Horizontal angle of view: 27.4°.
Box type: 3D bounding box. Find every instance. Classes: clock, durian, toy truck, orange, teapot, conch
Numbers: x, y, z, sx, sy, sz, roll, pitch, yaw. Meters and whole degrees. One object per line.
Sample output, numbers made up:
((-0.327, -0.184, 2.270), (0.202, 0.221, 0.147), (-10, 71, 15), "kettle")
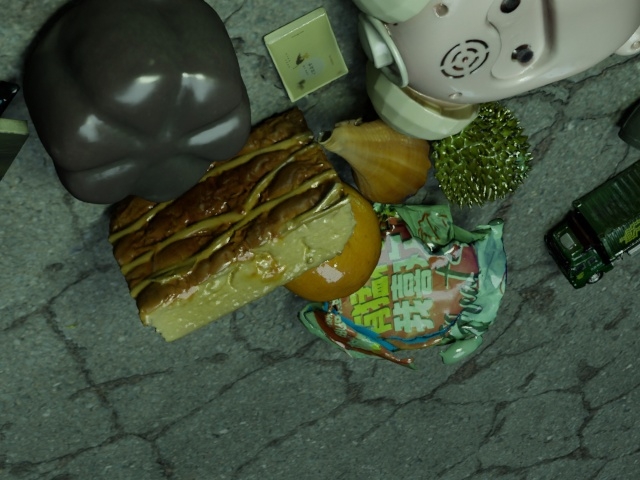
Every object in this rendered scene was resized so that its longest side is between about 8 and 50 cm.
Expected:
((0.188, -0.278, 1.439), (0.325, 0.184, 0.342), (-22, 139, -2), "clock")
((0.217, -0.112, 1.697), (0.137, 0.095, 0.221), (-60, 141, -20), "durian")
((0.468, -0.035, 1.995), (0.259, 0.088, 0.121), (-34, 146, 5), "toy truck")
((0.000, 0.000, 1.669), (0.158, 0.159, 0.136), (-7, 177, -28), "orange")
((0.479, -0.173, 1.853), (0.092, 0.124, 0.091), (22, 112, 0), "teapot")
((0.076, -0.093, 1.595), (0.109, 0.093, 0.330), (-26, 172, 17), "conch")

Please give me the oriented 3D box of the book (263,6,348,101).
((-0.015, -0.212, 1.506), (0.077, 0.014, 0.111), (-27, 145, -1), "book")

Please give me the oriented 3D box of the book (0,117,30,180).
((-0.421, -0.059, 1.376), (0.160, 0.024, 0.228), (3, 146, -37), "book")

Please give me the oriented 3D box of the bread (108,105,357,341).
((-0.106, -0.020, 1.542), (0.274, 0.185, 0.114), (-29, 139, 1), "bread")

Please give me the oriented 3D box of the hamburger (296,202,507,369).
((0.119, 0.048, 1.835), (0.276, 0.150, 0.261), (9, 115, -21), "hamburger")

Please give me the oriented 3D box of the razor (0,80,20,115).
((-0.419, -0.151, 1.286), (0.253, 0.042, 0.082), (16, 126, -44), "razor")

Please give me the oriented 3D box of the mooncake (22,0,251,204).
((-0.189, -0.145, 1.379), (0.244, 0.133, 0.245), (-19, 151, -11), "mooncake")
